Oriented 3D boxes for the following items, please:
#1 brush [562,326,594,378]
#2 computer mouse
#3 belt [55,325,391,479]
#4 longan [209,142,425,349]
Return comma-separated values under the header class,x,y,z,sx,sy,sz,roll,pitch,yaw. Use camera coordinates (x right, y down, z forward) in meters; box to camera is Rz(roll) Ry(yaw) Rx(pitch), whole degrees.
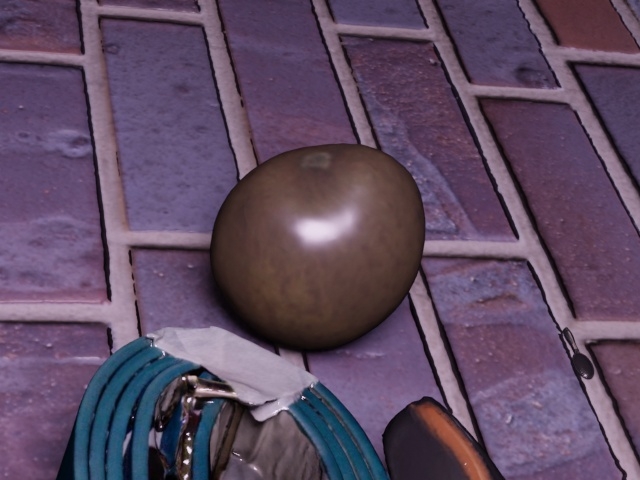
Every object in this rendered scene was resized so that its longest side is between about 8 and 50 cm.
class,x,y,z,sx,sy,sz,roll,pitch,yaw
brush,0.308,0.134,1.680,0.024,0.008,0.083,-2,42,-15
computer mouse,0.142,0.284,1.314,0.116,0.183,0.323,-16,43,3
belt,-0.087,0.272,1.261,0.300,0.173,0.437,7,41,-20
longan,0.000,0.000,1.550,0.248,0.248,0.248,9,39,-8
